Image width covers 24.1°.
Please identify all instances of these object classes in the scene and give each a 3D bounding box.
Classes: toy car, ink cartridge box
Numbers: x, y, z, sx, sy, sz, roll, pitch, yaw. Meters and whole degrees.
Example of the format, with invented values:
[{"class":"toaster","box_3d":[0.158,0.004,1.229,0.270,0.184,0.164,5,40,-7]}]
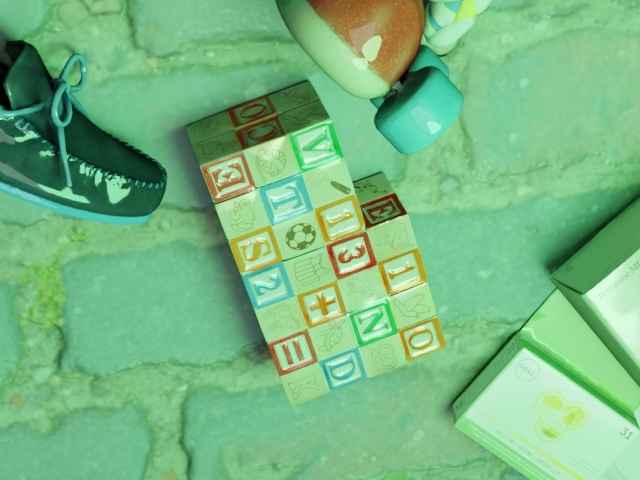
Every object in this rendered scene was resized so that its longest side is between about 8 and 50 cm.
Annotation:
[{"class":"toy car","box_3d":[0.080,-0.238,1.253,0.238,0.210,0.219,-42,104,11]},{"class":"ink cartridge box","box_3d":[0.281,0.153,1.624,0.171,0.056,0.235,36,108,-12]}]

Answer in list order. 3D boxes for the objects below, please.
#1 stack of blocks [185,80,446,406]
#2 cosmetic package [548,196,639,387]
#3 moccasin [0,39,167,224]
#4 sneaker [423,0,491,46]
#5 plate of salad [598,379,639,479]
[{"class":"stack of blocks","box_3d":[0.000,0.000,1.459,0.171,0.087,0.297,-21,123,-3]},{"class":"cosmetic package","box_3d":[0.402,0.109,1.557,0.160,0.113,0.309,-42,104,-1]},{"class":"moccasin","box_3d":[-0.275,-0.117,1.286,0.342,0.137,0.116,23,107,-27]},{"class":"sneaker","box_3d":[0.126,-0.296,1.335,0.126,0.091,0.240,28,111,-8]},{"class":"plate of salad","box_3d":[0.392,0.210,1.716,0.200,0.048,0.199,-6,119,-12]}]
